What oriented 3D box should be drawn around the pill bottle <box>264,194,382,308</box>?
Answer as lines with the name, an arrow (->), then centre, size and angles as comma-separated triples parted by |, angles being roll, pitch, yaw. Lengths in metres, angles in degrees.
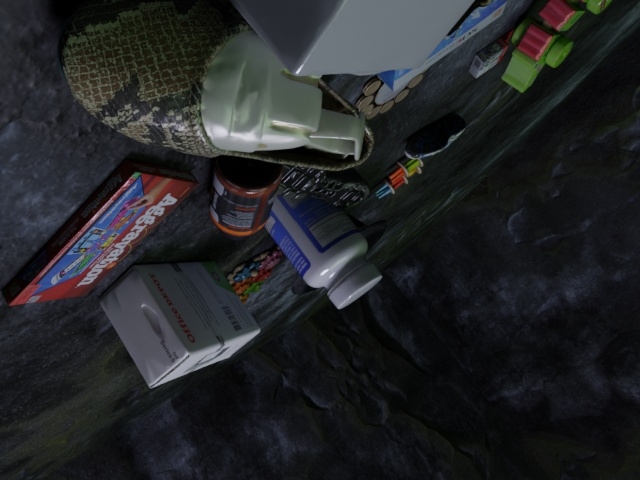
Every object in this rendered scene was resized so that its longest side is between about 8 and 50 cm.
pill bottle -> 0.000, 0.000, 1.079 | 0.152, 0.272, 0.152 | -35, 167, -9

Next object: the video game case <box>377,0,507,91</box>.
video game case -> 0.195, -0.372, 0.778 | 0.244, 0.061, 0.269 | -37, 167, -6

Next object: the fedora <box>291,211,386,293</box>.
fedora -> 0.019, 0.000, 1.401 | 0.334, 0.152, 0.334 | -37, 169, -8

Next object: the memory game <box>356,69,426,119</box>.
memory game -> 0.140, -0.298, 0.997 | 0.186, 0.012, 0.186 | -36, 167, -9

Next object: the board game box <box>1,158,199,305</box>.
board game box -> -0.315, -0.006, 0.768 | 0.281, 0.027, 0.145 | -41, 168, 16

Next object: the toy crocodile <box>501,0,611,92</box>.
toy crocodile -> 0.493, -0.465, 1.093 | 0.105, 0.115, 0.340 | -25, 155, -42

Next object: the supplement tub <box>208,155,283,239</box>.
supplement tub -> -0.127, -0.074, 0.857 | 0.106, 0.106, 0.198 | -31, 165, -27

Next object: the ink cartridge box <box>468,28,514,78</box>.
ink cartridge box -> 0.396, -0.424, 1.200 | 0.115, 0.029, 0.063 | -35, 167, -10

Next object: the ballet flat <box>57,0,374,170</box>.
ballet flat -> -0.045, -0.155, 0.610 | 0.483, 0.182, 0.163 | -5, 116, -67

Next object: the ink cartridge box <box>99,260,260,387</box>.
ink cartridge box -> -0.270, 0.152, 1.057 | 0.115, 0.198, 0.273 | -40, 167, 16

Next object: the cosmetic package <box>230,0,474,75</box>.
cosmetic package -> 0.115, -0.352, 0.399 | 0.230, 0.161, 0.453 | -23, 161, -48

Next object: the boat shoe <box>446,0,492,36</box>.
boat shoe -> 0.211, -0.333, 0.702 | 0.152, 0.049, 0.056 | -41, 165, 14

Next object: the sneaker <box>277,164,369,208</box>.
sneaker -> -0.020, -0.133, 0.981 | 0.101, 0.106, 0.267 | -38, 148, 27

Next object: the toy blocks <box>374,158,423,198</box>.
toy blocks -> 0.221, -0.183, 1.526 | 0.148, 0.054, 0.123 | -37, 168, 0

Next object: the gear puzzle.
gear puzzle -> -0.212, 0.136, 1.505 | 0.176, 0.044, 0.339 | -28, 164, -36

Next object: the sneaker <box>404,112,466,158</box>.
sneaker -> 0.305, -0.262, 1.414 | 0.211, 0.080, 0.081 | -29, 162, -27
